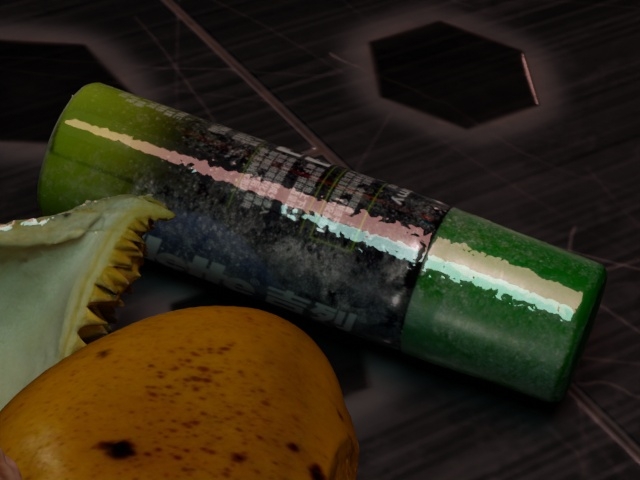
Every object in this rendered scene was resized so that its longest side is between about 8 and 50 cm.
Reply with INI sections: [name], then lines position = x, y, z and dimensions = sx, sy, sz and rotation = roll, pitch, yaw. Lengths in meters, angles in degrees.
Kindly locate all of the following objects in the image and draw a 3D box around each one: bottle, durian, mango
[bottle]
position = 0.000, 0.000, 1.159
dimensions = 0.330, 0.093, 0.093
rotation = 19, 41, 12
[durian]
position = -0.200, 0.036, 1.039
dimensions = 0.252, 0.139, 0.144
rotation = -2, 36, -4
[mango]
position = -0.076, 0.132, 0.943
dimensions = 0.191, 0.160, 0.290
rotation = 8, 35, 10

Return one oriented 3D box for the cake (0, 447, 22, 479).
[cake]
position = -0.239, 0.168, 0.692
dimensions = 0.314, 0.293, 0.307
rotation = -43, 47, -8
